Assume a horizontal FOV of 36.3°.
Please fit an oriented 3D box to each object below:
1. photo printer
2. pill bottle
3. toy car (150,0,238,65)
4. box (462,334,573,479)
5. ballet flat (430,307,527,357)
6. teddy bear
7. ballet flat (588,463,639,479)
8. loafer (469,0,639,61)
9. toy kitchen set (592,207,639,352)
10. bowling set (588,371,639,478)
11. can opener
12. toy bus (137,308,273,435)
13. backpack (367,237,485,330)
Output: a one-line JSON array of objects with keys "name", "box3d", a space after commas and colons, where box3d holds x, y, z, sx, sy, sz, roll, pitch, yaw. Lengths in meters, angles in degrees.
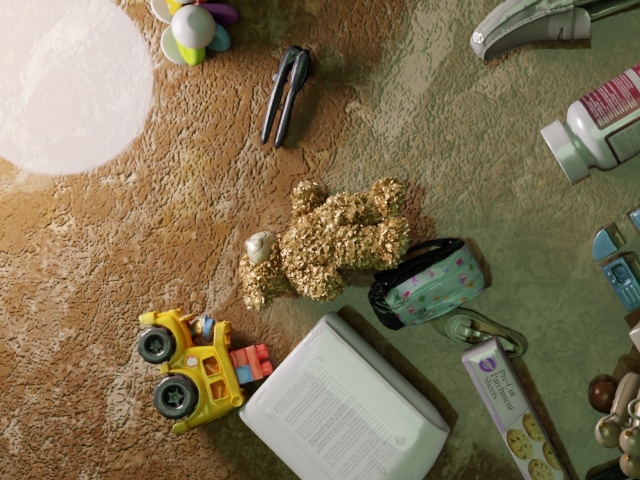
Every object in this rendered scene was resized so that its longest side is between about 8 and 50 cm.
[{"name": "photo printer", "box3d": [0.048, 0.313, 1.666, 0.307, 0.107, 0.256, 42, 102, 9]}, {"name": "pill bottle", "box3d": [0.465, -0.188, 1.524, 0.221, 0.121, 0.121, -31, 84, 14]}, {"name": "toy car", "box3d": [-0.213, -0.400, 1.707, 0.136, 0.159, 0.182, -14, 88, -21]}, {"name": "box", "box3d": [0.331, 0.313, 1.584, 0.067, 0.063, 0.324, -26, 95, 14]}, {"name": "ballet flat", "box3d": [0.263, 0.153, 1.629, 0.168, 0.052, 0.057, 16, 97, 15]}, {"name": "teddy bear", "box3d": [0.000, 0.000, 1.621, 0.337, 0.113, 0.245, -4, 65, 33]}, {"name": "ballet flat", "box3d": [0.511, 0.382, 1.582, 0.173, 0.049, 0.058, -20, 59, 10]}, {"name": "loafer", "box3d": [0.392, -0.365, 1.543, 0.319, 0.112, 0.112, -28, 76, 14]}, {"name": "toy kitchen set", "box3d": [0.527, 0.048, 1.494, 0.166, 0.122, 0.207, -35, 83, 32]}, {"name": "bowling set", "box3d": [0.493, 0.307, 1.511, 0.287, 0.199, 0.154, 45, 66, -28]}, {"name": "can opener", "box3d": [-0.065, -0.251, 1.703, 0.059, 0.073, 0.186, 25, 108, 5]}, {"name": "toy bus", "box3d": [-0.198, 0.208, 1.721, 0.211, 0.149, 0.220, -20, 84, 2]}, {"name": "backpack", "box3d": [0.178, 0.072, 1.614, 0.182, 0.152, 0.115, -28, 101, 11]}]
